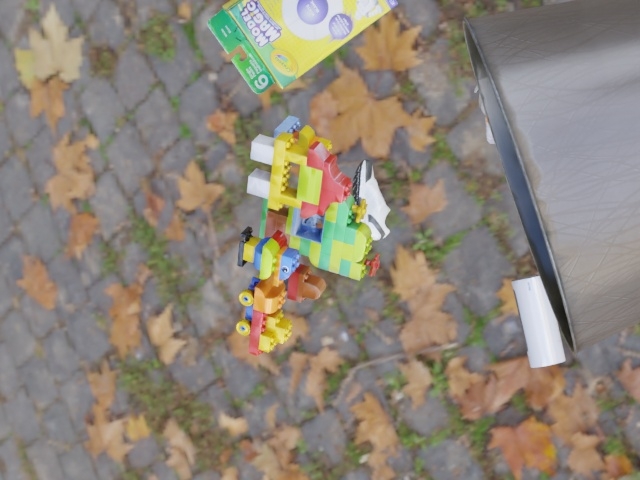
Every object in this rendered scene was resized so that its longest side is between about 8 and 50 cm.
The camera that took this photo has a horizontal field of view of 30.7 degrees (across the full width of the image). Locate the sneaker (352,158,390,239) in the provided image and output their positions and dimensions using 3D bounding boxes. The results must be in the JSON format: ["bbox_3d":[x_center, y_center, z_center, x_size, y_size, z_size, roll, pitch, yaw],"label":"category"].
[{"bbox_3d":[0.065,-0.050,1.481,0.040,0.044,0.109,129,141,-73],"label":"sneaker"}]

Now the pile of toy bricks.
[{"bbox_3d":[0.000,0.000,0.977,0.105,0.118,0.212,17,124,15],"label":"pile of toy bricks"}]

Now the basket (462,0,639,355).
[{"bbox_3d":[0.215,-0.064,0.637,0.227,0.154,0.204,-20,112,7],"label":"basket"}]

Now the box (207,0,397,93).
[{"bbox_3d":[-0.020,-0.241,1.228,0.105,0.179,0.043,54,179,-23],"label":"box"}]

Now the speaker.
[{"bbox_3d":[0.326,0.121,1.744,0.055,0.055,0.136,-14,88,44],"label":"speaker"}]

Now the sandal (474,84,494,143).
[{"bbox_3d":[0.248,-0.196,1.539,0.265,0.102,0.076,88,163,-78],"label":"sandal"}]
